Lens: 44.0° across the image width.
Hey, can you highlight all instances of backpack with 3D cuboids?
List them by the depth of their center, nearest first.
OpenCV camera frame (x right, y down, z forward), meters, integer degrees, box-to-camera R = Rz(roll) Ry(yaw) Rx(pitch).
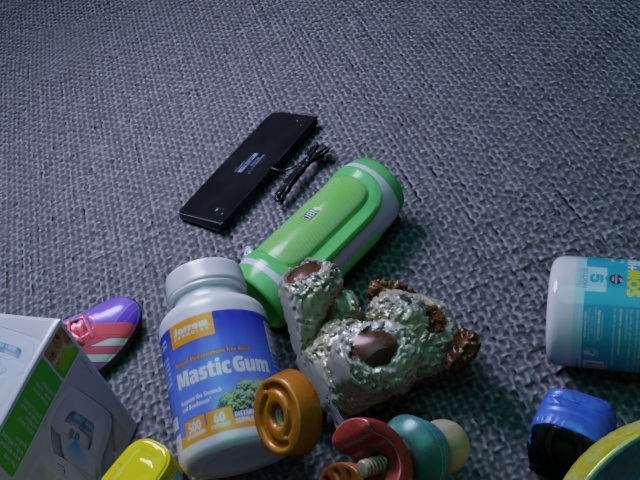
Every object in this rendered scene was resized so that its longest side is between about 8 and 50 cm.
[{"bbox_3d":[0.298,0.226,0.936,0.098,0.120,0.101,11,51,27],"label":"backpack"}]

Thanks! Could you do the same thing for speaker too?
[{"bbox_3d":[0.000,0.000,1.245,0.131,0.131,0.296,27,59,35],"label":"speaker"}]

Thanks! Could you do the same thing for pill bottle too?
[{"bbox_3d":[0.426,0.098,1.003,0.264,0.146,0.146,3,48,19],"label":"pill bottle"},{"bbox_3d":[-0.134,0.165,1.063,0.153,0.152,0.271,-17,61,1],"label":"pill bottle"}]

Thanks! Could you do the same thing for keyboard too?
[{"bbox_3d":[-0.101,-0.129,1.470,0.202,0.033,0.317,14,53,36],"label":"keyboard"}]

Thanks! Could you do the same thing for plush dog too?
[{"bbox_3d":[0.088,0.142,1.065,0.226,0.210,0.262,-15,31,-25],"label":"plush dog"}]

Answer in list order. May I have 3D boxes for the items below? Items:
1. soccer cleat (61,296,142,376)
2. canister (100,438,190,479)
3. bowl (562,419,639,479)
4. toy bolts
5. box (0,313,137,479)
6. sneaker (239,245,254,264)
[{"bbox_3d":[-0.418,0.177,1.207,0.318,0.116,0.109,-36,47,-17],"label":"soccer cleat"},{"bbox_3d":[-0.202,0.332,0.953,0.073,0.169,0.126,17,55,31],"label":"canister"},{"bbox_3d":[0.349,0.303,0.799,0.290,0.289,0.156,-22,1,-4],"label":"bowl"},{"bbox_3d":[0.052,0.236,0.904,0.229,0.159,0.218,-32,66,44],"label":"toy bolts"},{"bbox_3d":[-0.378,0.263,1.010,0.127,0.261,0.231,1,47,18],"label":"box"},{"bbox_3d":[-0.134,0.053,1.296,0.069,0.038,0.098,-18,44,-1],"label":"sneaker"}]
